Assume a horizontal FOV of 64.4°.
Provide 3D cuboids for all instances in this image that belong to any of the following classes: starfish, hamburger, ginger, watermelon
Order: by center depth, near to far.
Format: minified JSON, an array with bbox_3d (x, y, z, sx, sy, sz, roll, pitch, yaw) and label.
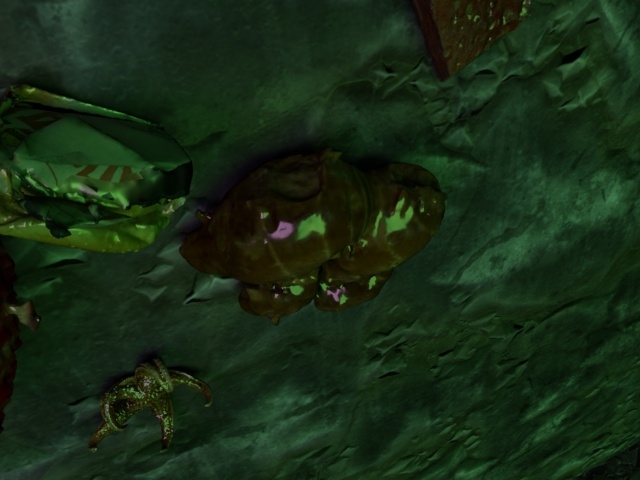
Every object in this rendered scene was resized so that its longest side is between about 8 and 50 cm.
[{"bbox_3d":[-0.242,-0.058,0.505,0.214,0.235,0.125,-2,132,-32],"label":"hamburger"},{"bbox_3d":[0.195,-0.315,0.641,0.193,0.140,0.257,-20,137,-4],"label":"watermelon"},{"bbox_3d":[-0.009,-0.003,0.723,0.357,0.152,0.274,0,141,-27],"label":"ginger"},{"bbox_3d":[-0.278,0.271,0.813,0.190,0.074,0.146,-38,130,1],"label":"starfish"}]

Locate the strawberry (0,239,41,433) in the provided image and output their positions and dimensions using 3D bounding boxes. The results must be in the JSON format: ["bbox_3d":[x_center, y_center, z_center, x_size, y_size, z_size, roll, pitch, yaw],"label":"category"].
[{"bbox_3d":[-0.412,0.119,0.496,0.343,0.292,0.292,-45,131,14],"label":"strawberry"}]
